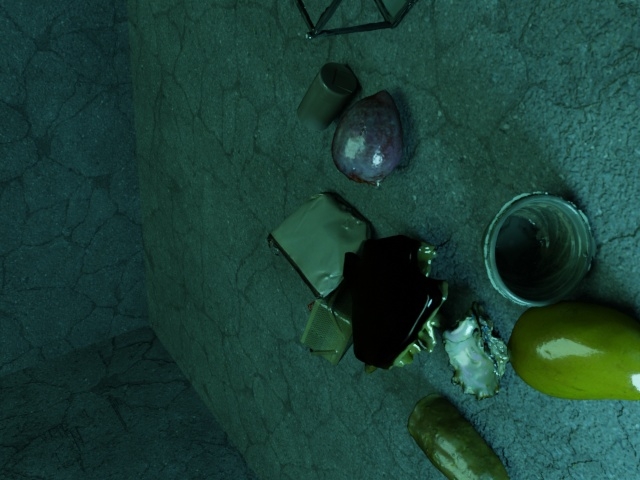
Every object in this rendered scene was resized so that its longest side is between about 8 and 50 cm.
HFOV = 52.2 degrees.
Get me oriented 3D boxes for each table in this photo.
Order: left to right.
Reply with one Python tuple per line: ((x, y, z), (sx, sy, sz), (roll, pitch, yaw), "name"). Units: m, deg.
((0.100, -0.637, 1.415), (0.335, 0.272, 0.222), (-41, 72, 56), "table")

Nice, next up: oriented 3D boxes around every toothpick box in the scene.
((0.015, -0.397, 1.817), (0.111, 0.111, 0.181), (63, 148, 13), "toothpick box")

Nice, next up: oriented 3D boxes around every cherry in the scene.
((0.125, -0.266, 1.668), (0.192, 0.175, 0.250), (-108, 33, -57), "cherry")

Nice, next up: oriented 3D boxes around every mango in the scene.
((0.524, 0.224, 1.301), (0.317, 0.173, 0.212), (2, 115, 46), "mango")

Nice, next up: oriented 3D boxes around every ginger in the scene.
((0.224, 0.155, 1.734), (0.413, 0.211, 0.359), (-46, 48, 47), "ginger")

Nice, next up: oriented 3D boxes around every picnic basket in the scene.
((0.053, 0.240, 1.991), (0.139, 0.165, 0.267), (32, 137, 12), "picnic basket")

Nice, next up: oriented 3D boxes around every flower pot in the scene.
((0.420, 0.012, 1.338), (0.140, 0.235, 0.236), (-139, 37, -78), "flower pot")

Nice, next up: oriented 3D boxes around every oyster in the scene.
((0.378, 0.276, 1.630), (0.198, 0.092, 0.260), (17, 128, 53), "oyster")

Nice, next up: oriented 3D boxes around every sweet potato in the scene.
((0.381, 0.573, 1.716), (0.369, 0.157, 0.158), (44, 138, 37), "sweet potato")

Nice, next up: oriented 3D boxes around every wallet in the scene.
((-0.003, 0.000, 1.952), (0.275, 0.068, 0.335), (-48, 50, 5), "wallet")

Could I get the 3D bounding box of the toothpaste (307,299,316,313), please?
((0.017, 0.196, 2.175), (0.193, 0.044, 0.070), (-40, 70, 56), "toothpaste")
